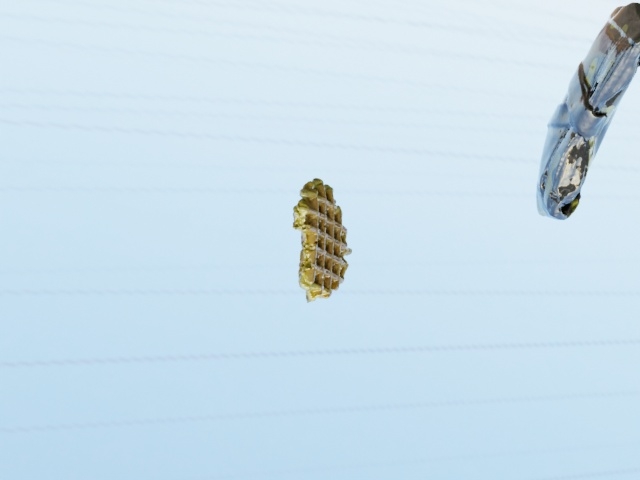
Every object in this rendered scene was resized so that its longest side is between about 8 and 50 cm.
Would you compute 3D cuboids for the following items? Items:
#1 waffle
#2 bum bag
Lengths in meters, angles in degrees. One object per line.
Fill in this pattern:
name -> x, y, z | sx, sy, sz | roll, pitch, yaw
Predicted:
waffle -> 0.001, -0.002, 0.800 | 0.016, 0.085, 0.078 | -3, -163, 25
bum bag -> 0.259, -0.121, 1.063 | 0.060, 0.233, 0.107 | 19, -147, -7
